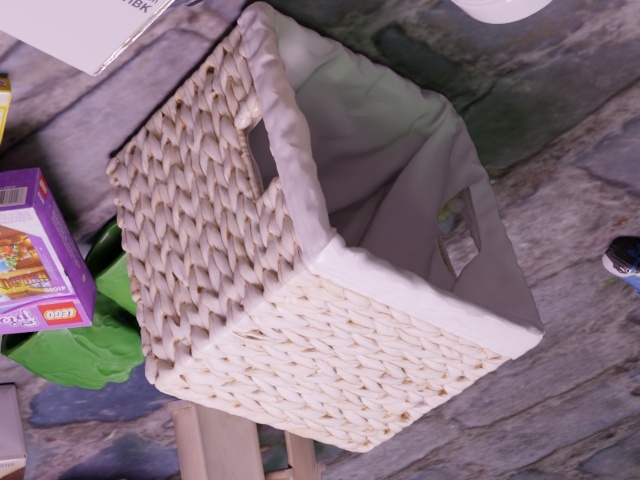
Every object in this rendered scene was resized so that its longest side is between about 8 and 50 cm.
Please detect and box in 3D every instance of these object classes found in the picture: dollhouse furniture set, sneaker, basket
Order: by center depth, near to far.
[{"bbox_3d":[0.000,0.000,1.506,0.331,0.328,0.266,22,129,-41],"label":"basket"},{"bbox_3d":[0.446,0.056,1.952,0.211,0.080,0.081,16,126,-35],"label":"sneaker"},{"bbox_3d":[-0.223,0.313,1.995,0.355,0.174,0.303,-16,170,43],"label":"dollhouse furniture set"}]

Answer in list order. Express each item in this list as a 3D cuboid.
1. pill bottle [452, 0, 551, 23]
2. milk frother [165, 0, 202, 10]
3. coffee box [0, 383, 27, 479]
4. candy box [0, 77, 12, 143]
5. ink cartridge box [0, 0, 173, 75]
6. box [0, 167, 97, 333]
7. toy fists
[{"bbox_3d":[0.086,-0.325,1.264,0.188,0.188,0.334,-37,138,20],"label":"pill bottle"},{"bbox_3d":[-0.112,-0.286,1.264,0.143,0.135,0.129,-38,152,23],"label":"milk frother"},{"bbox_3d":[-0.463,0.319,1.835,0.168,0.119,0.297,-4,138,-19],"label":"coffee box"},{"bbox_3d":[-0.377,-0.083,1.475,0.105,0.027,0.206,4,136,-21],"label":"candy box"},{"bbox_3d":[-0.231,-0.280,1.111,0.197,0.273,0.114,25,123,-41],"label":"ink cartridge box"},{"bbox_3d":[-0.398,0.023,1.509,0.293,0.057,0.201,-6,141,7],"label":"box"},{"bbox_3d":[-0.228,0.072,1.671,0.279,0.096,0.142,-40,126,24],"label":"toy fists"}]
